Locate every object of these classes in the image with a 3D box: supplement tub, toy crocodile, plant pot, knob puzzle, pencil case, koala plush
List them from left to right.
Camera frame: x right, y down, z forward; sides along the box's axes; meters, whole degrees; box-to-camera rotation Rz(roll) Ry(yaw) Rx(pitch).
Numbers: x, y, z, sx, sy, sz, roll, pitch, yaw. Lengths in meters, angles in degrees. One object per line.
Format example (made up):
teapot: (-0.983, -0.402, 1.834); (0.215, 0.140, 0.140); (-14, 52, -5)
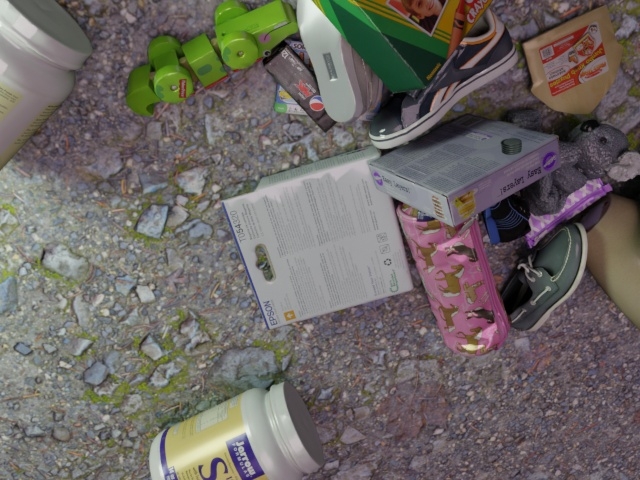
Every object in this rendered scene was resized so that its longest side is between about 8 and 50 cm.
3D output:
supplement tub: (-0.554, -0.259, 1.121); (0.325, 0.235, 0.235); (-42, 115, 13)
toy crocodile: (-0.195, -0.320, 1.217); (0.341, 0.115, 0.105); (-25, 144, 6)
supplement tub: (-0.184, 0.478, 1.549); (0.331, 0.241, 0.241); (-27, 117, 5)
pencil case: (0.285, 0.060, 1.448); (0.160, 0.167, 0.386); (-20, 118, 4)
pencil case: (0.500, -0.072, 1.459); (0.206, 0.088, 0.086); (-40, 116, 11)
knob puzzle: (0.497, -0.337, 1.357); (0.213, 0.030, 0.213); (-4, 117, -7)
koala plush: (0.503, -0.164, 1.366); (0.221, 0.196, 0.203); (-18, 126, -2)
plant pot: (0.675, 0.028, 1.467); (0.274, 0.256, 0.256); (37, 107, -7)

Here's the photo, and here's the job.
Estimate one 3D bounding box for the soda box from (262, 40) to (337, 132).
soda box: (-0.028, -0.278, 1.253); (0.060, 0.053, 0.169); (-40, 115, 13)

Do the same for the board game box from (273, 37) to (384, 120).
board game box: (0.019, -0.301, 1.299); (0.201, 0.035, 0.136); (3, 116, -10)

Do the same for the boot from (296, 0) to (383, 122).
boot: (0.041, -0.343, 1.206); (0.095, 0.123, 0.258); (4, 117, 33)

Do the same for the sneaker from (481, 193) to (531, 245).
sneaker: (0.361, -0.068, 1.353); (0.090, 0.081, 0.232); (-17, 151, 11)

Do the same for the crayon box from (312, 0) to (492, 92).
crayon box: (0.147, -0.478, 1.105); (0.313, 0.106, 0.363); (43, 75, -25)

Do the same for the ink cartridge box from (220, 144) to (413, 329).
ink cartridge box: (0.000, 0.000, 1.432); (0.330, 0.071, 0.324); (-15, 117, 2)

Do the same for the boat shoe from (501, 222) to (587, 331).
boat shoe: (0.468, 0.085, 1.488); (0.099, 0.116, 0.319); (6, 136, -10)

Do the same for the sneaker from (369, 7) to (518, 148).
sneaker: (0.205, -0.306, 1.277); (0.321, 0.126, 0.127); (-37, 121, -3)

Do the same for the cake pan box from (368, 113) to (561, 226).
cake pan box: (0.253, -0.140, 1.264); (0.246, 0.267, 0.070); (-27, 119, -18)
